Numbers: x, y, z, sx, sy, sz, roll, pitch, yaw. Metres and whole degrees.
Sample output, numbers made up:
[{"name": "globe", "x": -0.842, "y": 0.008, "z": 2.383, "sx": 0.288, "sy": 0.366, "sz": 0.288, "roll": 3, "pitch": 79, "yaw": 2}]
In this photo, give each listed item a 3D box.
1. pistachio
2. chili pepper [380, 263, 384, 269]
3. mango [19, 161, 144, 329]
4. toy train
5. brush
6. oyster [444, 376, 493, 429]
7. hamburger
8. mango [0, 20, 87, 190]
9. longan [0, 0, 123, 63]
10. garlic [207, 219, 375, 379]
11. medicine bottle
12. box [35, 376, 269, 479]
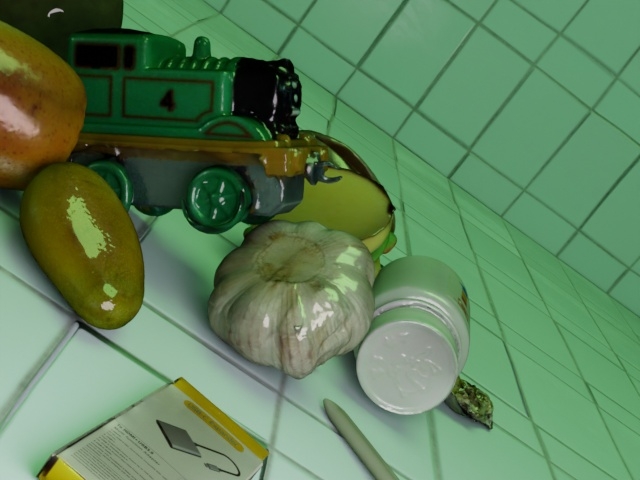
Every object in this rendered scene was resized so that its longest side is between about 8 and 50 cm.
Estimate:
[{"name": "pistachio", "x": 0.009, "y": -0.083, "z": 1.790, "sx": 0.288, "sy": 0.197, "sz": 0.166, "roll": 51, "pitch": 43, "yaw": -1}, {"name": "chili pepper", "x": -0.003, "y": 0.004, "z": 1.645, "sx": 0.136, "sy": 0.099, "sz": 0.270, "roll": -24, "pitch": 66, "yaw": -45}, {"name": "mango", "x": -0.256, "y": 0.008, "z": 1.066, "sx": 0.136, "sy": 0.099, "sz": 0.227, "roll": 25, "pitch": 27, "yaw": -51}, {"name": "toy train", "x": -0.177, "y": -0.144, "z": 1.251, "sx": 0.429, "sy": 0.249, "sz": 0.178, "roll": 4, "pitch": 7, "yaw": 17}, {"name": "brush", "x": 0.080, "y": 0.285, "z": 1.124, "sx": 0.039, "sy": 0.042, "sz": 0.299, "roll": 19, "pitch": 20, "yaw": -47}, {"name": "oyster", "x": 0.229, "y": 0.248, "z": 1.524, "sx": 0.108, "sy": 0.053, "sz": 0.166, "roll": 56, "pitch": 15, "yaw": 25}, {"name": "hamburger", "x": 0.000, "y": 0.000, "z": 1.490, "sx": 0.237, "sy": 0.148, "sz": 0.237, "roll": 4, "pitch": 36, "yaw": -3}, {"name": "mango", "x": -0.434, "y": -0.197, "z": 1.109, "sx": 0.350, "sy": 0.199, "sz": 0.201, "roll": 32, "pitch": 55, "yaw": -23}, {"name": "longan", "x": -0.431, "y": -0.364, "z": 1.511, "sx": 0.258, "sy": 0.258, "sz": 0.258, "roll": 34, "pitch": 15, "yaw": -11}, {"name": "garlic", "x": -0.028, "y": 0.099, "z": 1.227, "sx": 0.218, "sy": 0.219, "sz": 0.212, "roll": 51, "pitch": -20, "yaw": 42}, {"name": "medicine bottle", "x": 0.135, "y": 0.133, "z": 1.417, "sx": 0.170, "sy": 0.170, "sz": 0.293, "roll": 37, "pitch": 15, "yaw": -2}, {"name": "box", "x": -0.137, "y": 0.203, "z": 0.874, "sx": 0.129, "sy": 0.033, "sz": 0.247, "roll": 39, "pitch": 15, "yaw": 9}]
